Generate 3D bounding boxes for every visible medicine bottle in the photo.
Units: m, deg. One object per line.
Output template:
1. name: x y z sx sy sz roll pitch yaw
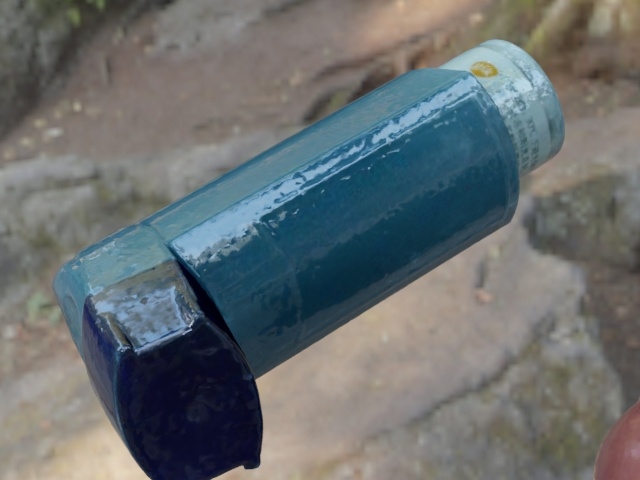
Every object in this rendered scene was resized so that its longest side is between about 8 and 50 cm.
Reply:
1. medicine bottle: 0.000 0.000 0.741 0.258 0.079 0.124 -32 29 -25

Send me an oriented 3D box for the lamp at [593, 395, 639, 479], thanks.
1. lamp: 0.205 0.118 0.753 0.182 0.140 0.182 -1 68 4
